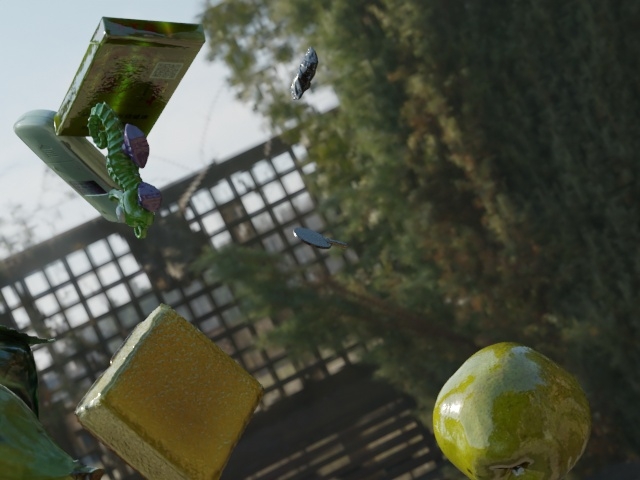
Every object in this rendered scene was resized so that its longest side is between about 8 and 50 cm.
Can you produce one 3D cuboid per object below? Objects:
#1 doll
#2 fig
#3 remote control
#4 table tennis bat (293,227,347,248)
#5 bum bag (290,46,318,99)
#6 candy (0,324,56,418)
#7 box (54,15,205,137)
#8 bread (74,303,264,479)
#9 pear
[{"bbox_3d":[-0.261,-0.093,1.465,0.050,0.190,0.115,-15,-5,-40],"label":"doll"},{"bbox_3d":[-0.487,0.288,1.542,0.314,0.233,0.233,3,19,40],"label":"fig"},{"bbox_3d":[-0.451,-0.139,2.104,0.140,0.296,0.056,-2,51,43],"label":"remote control"},{"bbox_3d":[0.000,0.000,1.526,0.083,0.050,0.007,13,-67,-31],"label":"table tennis bat"},{"bbox_3d":[-0.036,-0.365,2.449,0.034,0.058,0.124,6,-58,-28],"label":"bum bag"},{"bbox_3d":[-0.580,0.337,1.929,0.172,0.397,0.263,-22,-23,30],"label":"candy"},{"bbox_3d":[-0.330,-0.270,1.885,0.173,0.043,0.311,-1,-25,-29],"label":"box"},{"bbox_3d":[-0.318,0.357,2.426,0.143,0.333,0.323,-37,14,44],"label":"bread"},{"bbox_3d":[0.242,0.227,1.399,0.198,0.198,0.198,-26,-2,-1],"label":"pear"}]
